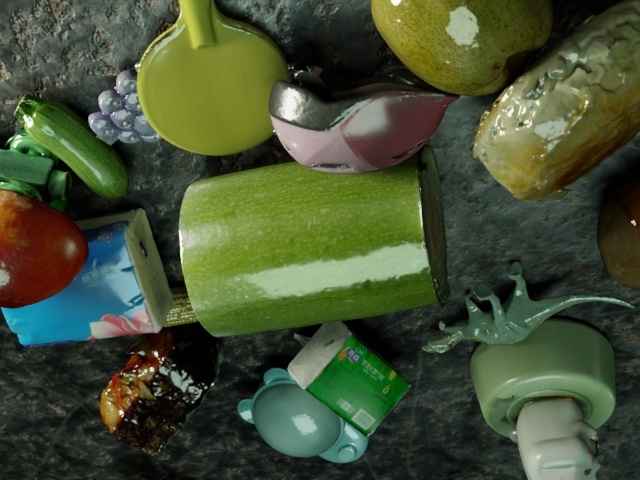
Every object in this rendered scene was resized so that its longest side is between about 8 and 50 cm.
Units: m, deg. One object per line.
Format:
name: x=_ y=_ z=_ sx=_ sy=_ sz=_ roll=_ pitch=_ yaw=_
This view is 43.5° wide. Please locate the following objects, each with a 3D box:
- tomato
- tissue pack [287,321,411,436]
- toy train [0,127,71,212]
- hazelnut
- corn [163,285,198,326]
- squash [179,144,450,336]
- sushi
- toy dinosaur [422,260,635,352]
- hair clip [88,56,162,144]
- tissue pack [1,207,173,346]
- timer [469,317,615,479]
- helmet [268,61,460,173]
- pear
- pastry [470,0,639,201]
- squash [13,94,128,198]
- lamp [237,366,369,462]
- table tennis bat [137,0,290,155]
tomato: x=-0.485 y=0.027 z=1.223 sx=0.233 sy=0.140 sz=0.200 roll=-10 pitch=140 yaw=24
tissue pack: x=0.047 y=0.262 z=1.623 sx=0.148 sy=0.156 sz=0.209 roll=-49 pitch=122 yaw=-1
toy train: x=-0.526 y=-0.084 z=1.295 sx=0.243 sy=0.133 sz=0.188 roll=10 pitch=143 yaw=-6
hazelnut: x=0.537 y=-0.020 z=1.266 sx=0.214 sy=0.176 sz=0.214 roll=-29 pitch=157 yaw=-13
corn: x=-0.343 y=0.129 z=1.538 sx=0.288 sy=0.087 sz=0.087 roll=-5 pitch=136 yaw=5
squash: x=0.000 y=0.000 z=1.250 sx=0.384 sy=0.263 sz=0.263 roll=-9 pitch=135 yaw=12
sushi: x=-0.333 y=0.296 z=1.657 sx=0.182 sy=0.196 sz=0.343 roll=37 pitch=124 yaw=-6
toy dinosaur: x=0.365 y=0.125 z=1.481 sx=0.392 sy=0.092 sz=0.206 roll=-11 pitch=134 yaw=14
hair clip: x=-0.262 y=-0.209 z=1.211 sx=0.195 sy=0.052 sz=0.124 roll=-36 pitch=134 yaw=24
tissue pack: x=-0.421 y=0.070 z=1.409 sx=0.269 sy=0.137 sz=0.209 roll=-7 pitch=111 yaw=12
timer: x=0.450 y=0.356 z=1.557 sx=0.290 sy=0.315 sz=0.291 roll=1 pitch=136 yaw=1
helmet: x=0.052 y=-0.163 z=1.107 sx=0.253 sy=0.198 sz=0.154 roll=14 pitch=112 yaw=6
pear: x=0.173 y=-0.278 z=0.967 sx=0.211 sy=0.228 sz=0.188 roll=37 pitch=98 yaw=10
pastry: x=0.336 y=-0.172 z=1.037 sx=0.136 sy=0.329 sz=0.330 roll=52 pitch=131 yaw=13
squash: x=-0.381 y=-0.147 z=1.257 sx=0.077 sy=0.068 sz=0.219 roll=-38 pitch=124 yaw=11
lamp: x=-0.025 y=0.388 z=1.741 sx=0.284 sy=0.147 sz=0.209 roll=24 pitch=128 yaw=-22
table tennis bat: x=-0.160 y=-0.266 z=1.127 sx=0.224 sy=0.054 sz=0.369 roll=-10 pitch=135 yaw=-1
